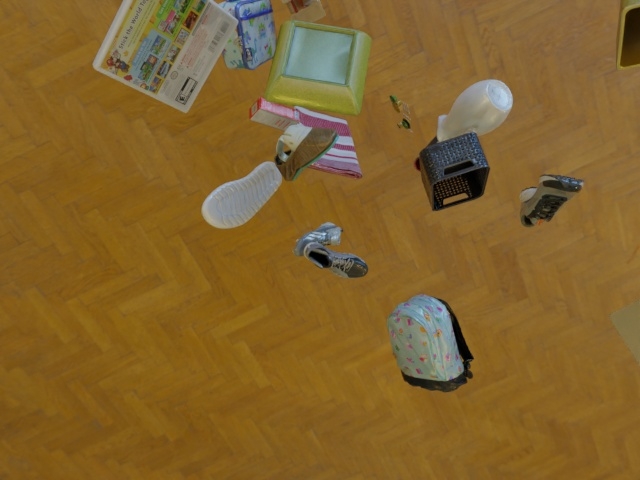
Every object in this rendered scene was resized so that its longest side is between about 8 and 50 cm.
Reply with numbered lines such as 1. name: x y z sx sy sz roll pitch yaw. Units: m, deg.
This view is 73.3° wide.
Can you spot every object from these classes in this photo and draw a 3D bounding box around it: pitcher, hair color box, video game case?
1. pitcher: 0.387 -0.304 1.121 0.125 0.207 0.178 25 68 -16
2. hair color box: -0.142 -0.387 1.331 0.141 0.072 0.043 10 68 -35
3. video game case: -0.298 -0.391 0.849 0.206 0.026 0.227 16 115 -52

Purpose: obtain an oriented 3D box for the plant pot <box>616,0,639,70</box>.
1. plant pot: 0.360 -0.248 0.455 0.081 0.083 0.081 -2 151 29

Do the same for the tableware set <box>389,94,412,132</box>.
1. tableware set: 0.296 -0.471 1.609 0.024 0.104 0.154 -37 148 -2

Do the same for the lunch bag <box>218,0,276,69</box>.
1. lunch bag: -0.199 -0.579 1.193 0.090 0.219 0.176 6 123 18

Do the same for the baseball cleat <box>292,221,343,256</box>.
1. baseball cleat: 0.000 0.000 1.525 0.206 0.109 0.072 -40 138 -32

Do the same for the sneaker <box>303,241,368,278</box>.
1. sneaker: 0.051 0.078 1.402 0.228 0.132 0.086 18 97 -3

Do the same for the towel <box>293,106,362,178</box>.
1. towel: 0.021 -0.367 1.575 0.236 0.329 0.037 9 139 -22

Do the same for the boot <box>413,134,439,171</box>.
1. boot: 0.458 -0.358 1.612 0.085 0.236 0.178 45 69 0

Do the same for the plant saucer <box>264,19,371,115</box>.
1. plant saucer: -0.002 -0.345 0.827 0.188 0.045 0.189 9 73 1

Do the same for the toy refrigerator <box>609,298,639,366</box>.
1. toy refrigerator: 0.609 0.217 0.691 0.094 0.270 0.102 -8 150 -16

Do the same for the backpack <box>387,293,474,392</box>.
1. backpack: 0.211 0.203 0.865 0.115 0.151 0.182 -21 100 -46

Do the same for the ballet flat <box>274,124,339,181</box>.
1. ballet flat: -0.065 -0.269 1.262 0.124 0.342 0.116 41 73 -11

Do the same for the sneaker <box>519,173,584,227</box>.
1. sneaker: 0.598 -0.100 1.126 0.100 0.271 0.108 13 82 9

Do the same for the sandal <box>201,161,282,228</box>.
1. sandal: -0.307 -0.172 1.693 0.416 0.102 0.170 -40 116 -40

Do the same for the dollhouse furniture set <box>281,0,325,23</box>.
1. dollhouse furniture set: -0.061 -0.654 1.256 0.135 0.262 0.259 -24 127 11

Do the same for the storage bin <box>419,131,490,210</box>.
1. storage bin: 0.290 -0.144 0.943 0.122 0.180 0.085 -17 70 10
